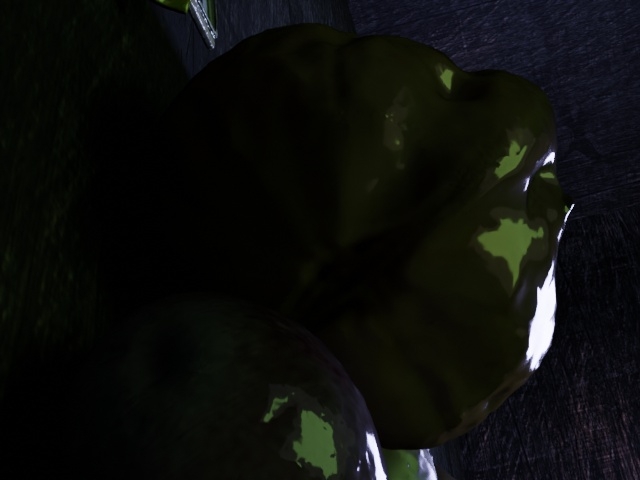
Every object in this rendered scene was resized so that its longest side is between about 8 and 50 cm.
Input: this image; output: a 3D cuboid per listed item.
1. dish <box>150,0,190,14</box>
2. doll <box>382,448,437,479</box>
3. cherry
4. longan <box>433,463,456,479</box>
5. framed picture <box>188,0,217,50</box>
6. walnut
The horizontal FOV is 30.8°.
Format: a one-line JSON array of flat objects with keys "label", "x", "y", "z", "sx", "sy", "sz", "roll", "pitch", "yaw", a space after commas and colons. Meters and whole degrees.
[{"label": "dish", "x": -0.131, "y": -0.346, "z": 1.033, "sx": 0.108, "sy": 0.221, "sz": 0.262, "roll": 19, "pitch": -49, "yaw": 52}, {"label": "doll", "x": 0.031, "y": 0.263, "z": 1.052, "sx": 0.177, "sy": 0.161, "sz": 0.261, "roll": 37, "pitch": 30, "yaw": -27}, {"label": "cherry", "x": -0.056, "y": 0.133, "z": 0.660, "sx": 0.266, "sy": 0.183, "sz": 0.213, "roll": -119, "pitch": -162, "yaw": -60}, {"label": "longan", "x": 0.090, "y": 0.332, "z": 1.254, "sx": 0.198, "sy": 0.198, "sz": 0.212, "roll": -87, "pitch": 161, "yaw": -62}, {"label": "framed picture", "x": -0.164, "y": -0.396, "z": 1.320, "sx": 0.231, "sy": 0.018, "sz": 0.293, "roll": 64, "pitch": 15, "yaw": -54}, {"label": "walnut", "x": 0.028, "y": -0.015, "z": 0.950, "sx": 0.383, "sy": 0.383, "sz": 0.384, "roll": -14, "pitch": 90, "yaw": -81}]
